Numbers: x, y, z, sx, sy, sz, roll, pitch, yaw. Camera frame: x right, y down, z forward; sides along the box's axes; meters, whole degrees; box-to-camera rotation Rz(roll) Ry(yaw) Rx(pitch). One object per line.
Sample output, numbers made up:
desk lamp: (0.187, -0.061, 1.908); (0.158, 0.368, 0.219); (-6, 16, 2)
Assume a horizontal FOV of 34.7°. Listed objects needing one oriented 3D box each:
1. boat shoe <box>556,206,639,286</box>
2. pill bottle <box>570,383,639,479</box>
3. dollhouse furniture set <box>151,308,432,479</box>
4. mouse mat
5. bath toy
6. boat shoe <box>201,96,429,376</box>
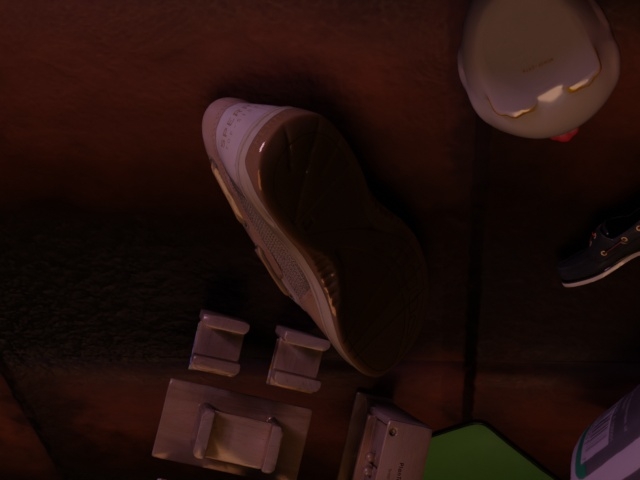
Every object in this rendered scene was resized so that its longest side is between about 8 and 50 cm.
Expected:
boat shoe: (0.244, -0.001, 0.842); (0.042, 0.049, 0.133); (50, 136, -6)
pill bottle: (0.397, 0.166, 0.898); (0.204, 0.204, 0.361); (17, 140, -13)
dollhouse furniture set: (-0.036, 0.192, 0.995); (0.242, 0.212, 0.161); (14, 177, -9)
mouse mat: (0.176, 0.271, 1.203); (0.153, 0.007, 0.190); (-25, 130, 32)
bath toy: (0.260, -0.136, 0.621); (0.348, 0.129, 0.151); (-13, 93, 18)
boat shoe: (0.000, 0.000, 0.836); (0.098, 0.109, 0.302); (27, 159, 42)
